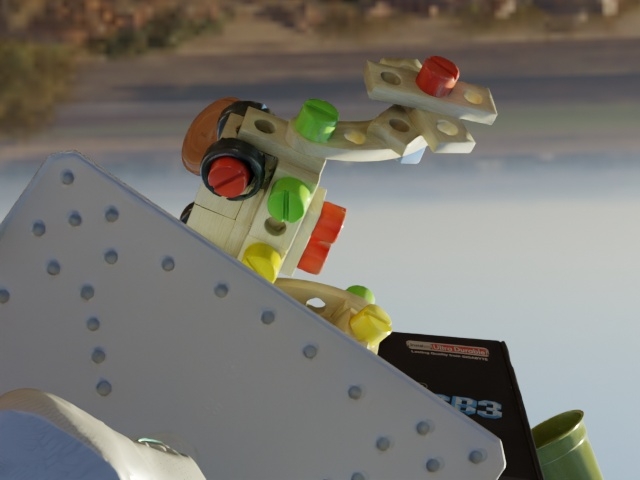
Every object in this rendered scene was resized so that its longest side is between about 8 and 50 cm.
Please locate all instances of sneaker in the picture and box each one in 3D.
[{"bbox_3d":[-0.118,0.145,1.156,0.080,0.212,0.094,-30,-149,27],"label":"sneaker"}]

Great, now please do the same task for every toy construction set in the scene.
[{"bbox_3d":[0.000,0.000,1.476,0.215,0.327,0.151,22,-158,-4],"label":"toy construction set"}]

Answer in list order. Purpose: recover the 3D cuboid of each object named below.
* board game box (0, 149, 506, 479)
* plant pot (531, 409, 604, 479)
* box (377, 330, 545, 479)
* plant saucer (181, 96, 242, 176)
[{"bbox_3d":[-0.133,0.199,1.360,0.390,0.390,0.050,34,177,6],"label":"board game box"},{"bbox_3d":[0.240,0.222,1.892,0.083,0.079,0.083,-29,-173,4],"label":"plant pot"},{"bbox_3d":[0.050,0.187,1.796,0.295,0.073,0.293,7,-148,-8],"label":"box"},{"bbox_3d":[-0.101,-0.099,1.817,0.083,0.083,0.013,0,152,46],"label":"plant saucer"}]
